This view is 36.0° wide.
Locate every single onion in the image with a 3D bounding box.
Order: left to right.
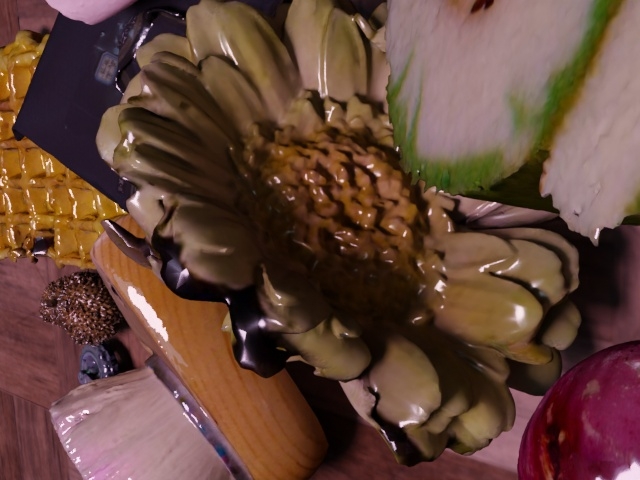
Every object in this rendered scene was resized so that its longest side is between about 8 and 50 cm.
[{"bbox_3d":[0.196,0.132,0.535,0.177,0.153,0.177,7,110,21],"label":"onion"}]

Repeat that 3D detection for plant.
[{"bbox_3d":[-0.018,-0.006,0.612,0.297,0.261,0.306,-21,74,42],"label":"plant"}]

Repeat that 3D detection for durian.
[{"bbox_3d":[-0.234,0.066,0.965,0.080,0.091,0.080,-4,83,29],"label":"durian"}]

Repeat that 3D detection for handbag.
[{"bbox_3d":[-0.138,-0.149,0.798,0.211,0.088,0.254,33,106,26],"label":"handbag"}]

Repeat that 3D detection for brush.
[{"bbox_3d":[-0.124,0.115,0.756,0.267,0.166,0.174,62,163,-22],"label":"brush"}]

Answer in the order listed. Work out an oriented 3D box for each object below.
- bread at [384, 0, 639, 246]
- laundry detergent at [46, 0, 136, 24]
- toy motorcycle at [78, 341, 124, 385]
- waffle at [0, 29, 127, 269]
[{"bbox_3d":[0.150,-0.145,0.399,0.366,0.129,0.382,122,153,-50],"label":"bread"},{"bbox_3d":[-0.064,-0.282,0.659,0.335,0.088,0.159,-29,57,28],"label":"laundry detergent"},{"bbox_3d":[-0.182,0.188,0.959,0.213,0.082,0.122,34,113,43],"label":"toy motorcycle"},{"bbox_3d":[-0.269,-0.066,0.982,0.309,0.065,0.283,52,128,24],"label":"waffle"}]
